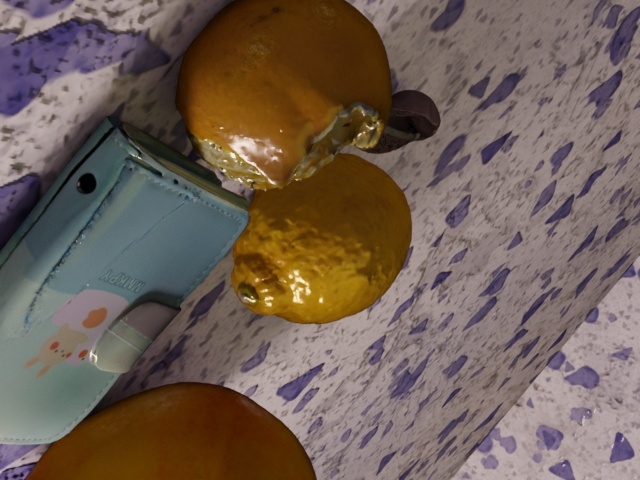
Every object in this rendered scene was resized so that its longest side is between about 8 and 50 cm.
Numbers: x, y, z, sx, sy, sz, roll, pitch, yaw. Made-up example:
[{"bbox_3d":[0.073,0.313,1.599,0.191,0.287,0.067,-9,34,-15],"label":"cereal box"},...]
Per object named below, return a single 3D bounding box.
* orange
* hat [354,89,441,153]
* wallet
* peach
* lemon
[{"bbox_3d":[-0.022,-0.100,0.855,0.156,0.134,0.157,-29,142,-26],"label":"orange"},{"bbox_3d":[0.066,-0.114,1.129,0.087,0.042,0.058,-9,148,-3],"label":"hat"},{"bbox_3d":[-0.174,0.038,0.885,0.250,0.075,0.176,-49,155,7],"label":"wallet"},{"bbox_3d":[-0.134,0.268,1.121,0.289,0.289,0.308,-50,-163,9],"label":"peach"},{"bbox_3d":[0.000,0.000,1.056,0.187,0.142,0.142,-39,158,-33],"label":"lemon"}]
